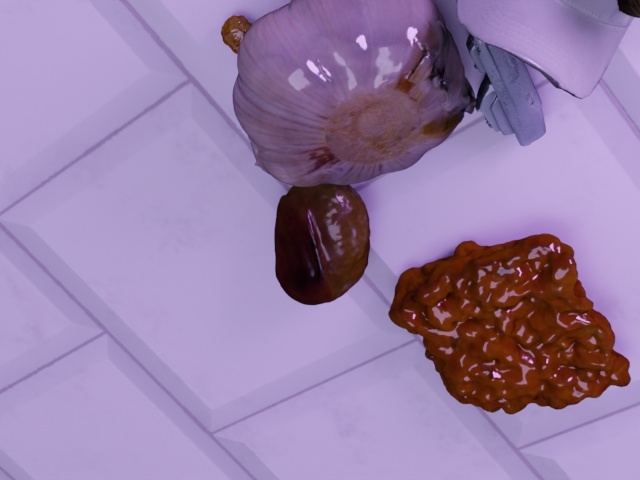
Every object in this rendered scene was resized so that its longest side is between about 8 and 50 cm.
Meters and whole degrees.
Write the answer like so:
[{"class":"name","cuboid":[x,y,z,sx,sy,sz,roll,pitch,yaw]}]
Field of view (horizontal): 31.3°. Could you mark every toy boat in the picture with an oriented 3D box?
[{"class":"toy boat","cuboid":[0.227,-0.241,1.536,0.085,0.078,0.260,-23,119,13]}]

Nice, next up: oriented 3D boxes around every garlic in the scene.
[{"class":"garlic","cuboid":[0.037,-0.205,1.521,0.322,0.241,0.322,1,116,3]}]

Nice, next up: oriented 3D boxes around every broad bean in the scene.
[{"class":"broad bean","cuboid":[0.000,-0.002,1.756,0.156,0.122,0.228,29,126,28]}]

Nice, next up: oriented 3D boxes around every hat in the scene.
[{"class":"hat","cuboid":[0.293,-0.326,1.350,0.258,0.301,0.168,27,151,-4]}]

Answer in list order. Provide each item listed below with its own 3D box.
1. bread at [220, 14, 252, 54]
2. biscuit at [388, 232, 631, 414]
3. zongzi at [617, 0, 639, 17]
[{"class":"bread","cuboid":[-0.078,-0.260,1.637,0.157,0.044,0.052,42,132,-13]},{"class":"biscuit","cuboid":[0.290,0.140,1.776,0.318,0.110,0.312,-18,119,28]},{"class":"zongzi","cuboid":[0.494,-0.319,1.293,0.317,0.154,0.289,37,90,-21]}]
